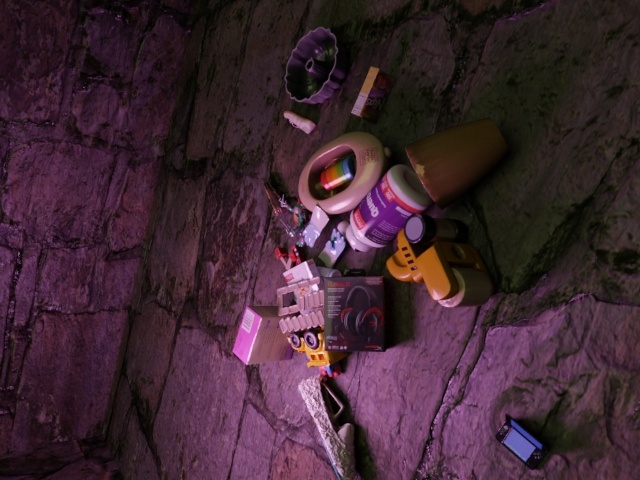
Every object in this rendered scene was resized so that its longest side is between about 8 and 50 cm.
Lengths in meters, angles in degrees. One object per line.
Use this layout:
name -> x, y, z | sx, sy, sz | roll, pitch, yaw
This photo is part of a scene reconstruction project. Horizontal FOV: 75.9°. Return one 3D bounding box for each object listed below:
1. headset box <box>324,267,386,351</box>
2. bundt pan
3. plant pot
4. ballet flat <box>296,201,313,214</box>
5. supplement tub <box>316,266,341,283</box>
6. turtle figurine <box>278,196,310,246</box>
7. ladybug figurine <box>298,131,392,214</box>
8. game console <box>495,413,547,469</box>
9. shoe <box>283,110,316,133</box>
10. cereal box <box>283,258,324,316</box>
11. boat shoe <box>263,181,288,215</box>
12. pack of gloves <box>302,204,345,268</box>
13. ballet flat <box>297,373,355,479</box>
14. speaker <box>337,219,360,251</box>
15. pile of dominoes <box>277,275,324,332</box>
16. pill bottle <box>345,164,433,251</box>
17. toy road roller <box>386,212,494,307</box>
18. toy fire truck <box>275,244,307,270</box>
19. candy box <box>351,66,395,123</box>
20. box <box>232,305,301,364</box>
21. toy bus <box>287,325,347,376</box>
headset box -> 0.126, 0.248, 1.482 | 0.218, 0.110, 0.293 | -1, 80, 11
bundt pan -> -0.008, -0.760, 1.832 | 0.331, 0.124, 0.330 | -8, 78, 42
plant pot -> 0.433, -0.261, 1.272 | 0.254, 0.237, 0.237 | -31, 62, 23
ballet flat -> -0.052, -0.151, 1.812 | 0.213, 0.068, 0.072 | 19, 96, 44
supplement tub -> 0.027, 0.147, 1.685 | 0.107, 0.071, 0.071 | 6, 88, 45
turtle figurine -> -0.104, -0.086, 1.759 | 0.118, 0.234, 0.175 | -11, 53, -1
ladybug figurine -> 0.104, -0.252, 1.612 | 0.449, 0.162, 0.305 | -16, 72, 42
game console -> 0.543, 0.549, 1.117 | 0.122, 0.071, 0.107 | 39, 110, 41
shoe -> -0.109, -0.558, 1.928 | 0.219, 0.077, 0.058 | 36, 103, 39
cereal box -> -0.048, 0.213, 1.698 | 0.173, 0.047, 0.240 | -31, 83, 45
boat shoe -> -0.216, -0.209, 1.987 | 0.073, 0.073, 0.207 | -26, 63, -3
pack of gloves -> 0.000, 0.000, 1.646 | 0.195, 0.046, 0.232 | 47, 144, 15
ballet flat -> 0.046, 0.686, 1.544 | 0.147, 0.147, 0.409 | -51, 53, 26
speaker -> 0.124, -0.019, 1.629 | 0.055, 0.055, 0.136 | -55, 51, 23
pile of dominoes -> -0.069, 0.262, 1.635 | 0.251, 0.040, 0.196 | -20, 62, 35
pill bottle -> 0.227, -0.099, 1.436 | 0.323, 0.182, 0.181 | -48, 53, 40
toy road roller -> 0.355, 0.087, 1.297 | 0.240, 0.203, 0.329 | -51, 46, 41
toy fire truck -> -0.127, 0.091, 1.859 | 0.135, 0.047, 0.192 | -42, 58, 32
candy box -> 0.207, -0.563, 1.602 | 0.053, 0.109, 0.186 | 38, 110, 41
box -> -0.220, 0.399, 1.761 | 0.117, 0.243, 0.213 | 25, 101, 44
toy bus -> -0.003, 0.441, 1.632 | 0.220, 0.149, 0.211 | -17, 87, 43
